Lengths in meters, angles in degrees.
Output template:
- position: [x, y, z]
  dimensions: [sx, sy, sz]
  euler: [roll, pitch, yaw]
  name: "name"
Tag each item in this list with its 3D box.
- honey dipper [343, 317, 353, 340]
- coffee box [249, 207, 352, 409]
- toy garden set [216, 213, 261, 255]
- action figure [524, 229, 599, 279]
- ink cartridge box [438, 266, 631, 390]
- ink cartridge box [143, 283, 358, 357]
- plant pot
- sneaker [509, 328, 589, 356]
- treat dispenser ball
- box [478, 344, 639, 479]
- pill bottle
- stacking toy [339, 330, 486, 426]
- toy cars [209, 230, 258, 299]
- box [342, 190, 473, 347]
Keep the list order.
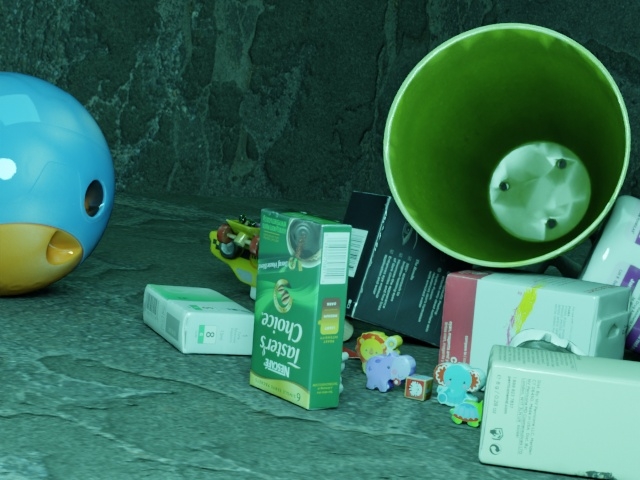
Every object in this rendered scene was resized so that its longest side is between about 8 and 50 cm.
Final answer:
- position: [0.004, 0.104, 1.890]
  dimensions: [0.030, 0.031, 0.160]
  euler: [5, 3, -16]
  name: "honey dipper"
- position: [-0.021, 0.067, 1.462]
  dimensions: [0.040, 0.184, 0.113]
  euler: [-1, 11, -35]
  name: "coffee box"
- position: [0.000, 0.000, 2.015]
  dimensions: [0.203, 0.049, 0.244]
  euler: [20, 16, 31]
  name: "toy garden set"
- position: [0.485, 0.079, 1.925]
  dimensions: [0.330, 0.179, 0.341]
  euler: [1, 11, -31]
  name: "action figure"
- position: [0.239, 0.104, 1.634]
  dimensions: [0.176, 0.127, 0.128]
  euler: [8, 7, 28]
  name: "ink cartridge box"
- position: [-0.081, 0.096, 1.755]
  dimensions: [0.224, 0.056, 0.181]
  euler: [2, 7, -22]
  name: "ink cartridge box"
- position: [0.241, -0.087, 1.766]
  dimensions: [0.274, 0.275, 0.293]
  euler: [8, -6, 17]
  name: "plant pot"
- position: [0.283, 0.159, 1.443]
  dimensions: [0.234, 0.078, 0.106]
  euler: [17, 26, 17]
  name: "sneaker"
- position: [-0.407, -0.073, 1.887]
  dimensions: [0.288, 0.288, 0.288]
  euler: [6, 6, -1]
  name: "treat dispenser ball"
- position: [0.281, 0.160, 1.312]
  dimensions: [0.275, 0.094, 0.113]
  euler: [7, 6, 8]
  name: "box"
- position: [0.453, 0.079, 1.725]
  dimensions: [0.301, 0.169, 0.169]
  euler: [25, 9, 8]
  name: "pill bottle"
- position: [0.110, 0.140, 1.533]
  dimensions: [0.221, 0.052, 0.167]
  euler: [10, 7, 24]
  name: "stacking toy"
- position: [0.032, 0.058, 2.116]
  dimensions: [0.393, 0.087, 0.176]
  euler: [9, 11, -8]
  name: "toy cars"
- position: [0.100, 0.037, 1.856]
  dimensions: [0.158, 0.156, 0.093]
  euler: [20, -4, -31]
  name: "box"
